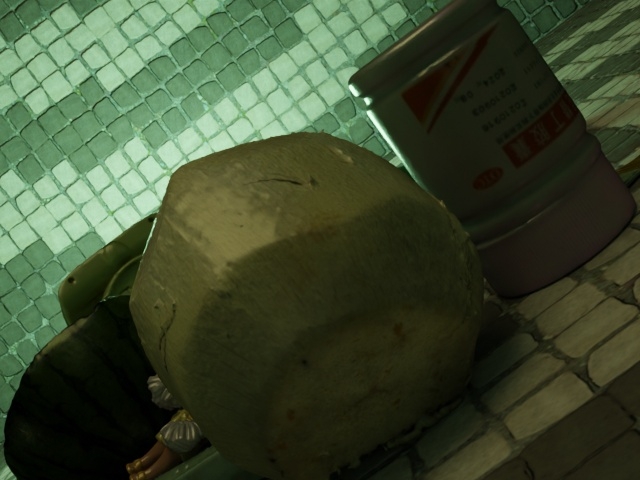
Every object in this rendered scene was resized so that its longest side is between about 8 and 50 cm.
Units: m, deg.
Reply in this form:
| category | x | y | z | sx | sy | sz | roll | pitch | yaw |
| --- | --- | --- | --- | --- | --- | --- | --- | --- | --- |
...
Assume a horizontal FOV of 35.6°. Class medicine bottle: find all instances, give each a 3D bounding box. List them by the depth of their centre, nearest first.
| category | x | y | z | sx | sy | sz | roll | pitch | yaw |
| --- | --- | --- | --- | --- | --- | --- | --- | --- | --- |
| medicine bottle | 0.199 | -0.116 | 1.157 | 0.202 | 0.316 | 0.202 | -36 | 8 | 6 |

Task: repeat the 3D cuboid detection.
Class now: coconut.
| category | x | y | z | sx | sy | sz | roll | pitch | yaw |
| --- | --- | --- | --- | --- | --- | --- | --- | --- | --- |
| coconut | -0.021 | 0.055 | 1.042 | 0.346 | 0.346 | 0.360 | -37 | 42 | -3 |

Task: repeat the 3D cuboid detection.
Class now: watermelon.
| category | x | y | z | sx | sy | sz | roll | pitch | yaw |
| --- | --- | --- | --- | --- | --- | --- | --- | --- | --- |
| watermelon | -0.273 | 0.249 | 1.438 | 0.331 | 0.189 | 0.331 | -47 | -32 | -41 |

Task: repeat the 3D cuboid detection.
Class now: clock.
| category | x | y | z | sx | sy | sz | roll | pitch | yaw |
| --- | --- | --- | --- | --- | --- | --- | --- | --- | --- |
| clock | -0.278 | 0.135 | 1.832 | 0.286 | 0.348 | 0.117 | -41 | -20 | -25 |

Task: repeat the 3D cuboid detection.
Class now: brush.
| category | x | y | z | sx | sy | sz | roll | pitch | yaw |
| --- | --- | --- | --- | --- | --- | --- | --- | --- | --- |
| brush | 0.429 | -0.120 | 1.296 | 0.205 | 0.011 | 0.083 | -39 | 6 | -23 |

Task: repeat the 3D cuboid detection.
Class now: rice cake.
| category | x | y | z | sx | sy | sz | roll | pitch | yaw |
| --- | --- | --- | --- | --- | --- | --- | --- | --- | --- |
| rice cake | -0.157 | 0.302 | 1.210 | 0.336 | 0.066 | 0.063 | -36 | 8 | 20 |

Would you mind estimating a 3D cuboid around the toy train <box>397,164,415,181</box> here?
| category | x | y | z | sx | sy | sz | roll | pitch | yaw |
| --- | --- | --- | --- | --- | --- | --- | --- | --- | --- |
| toy train | 0.216 | -0.084 | 1.479 | 0.202 | 0.120 | 0.301 | -18 | -1 | -25 |

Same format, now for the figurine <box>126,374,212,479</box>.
| category | x | y | z | sx | sy | sz | roll | pitch | yaw |
| --- | --- | --- | --- | --- | --- | --- | --- | --- | --- |
| figurine | -0.149 | 0.238 | 1.309 | 0.240 | 0.116 | 0.175 | -25 | 27 | -11 |
